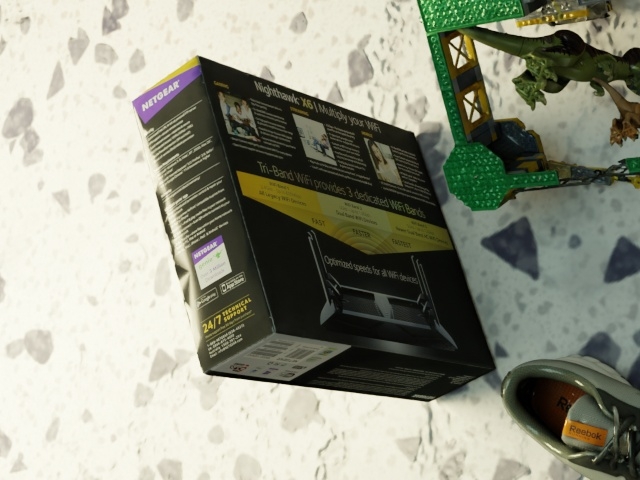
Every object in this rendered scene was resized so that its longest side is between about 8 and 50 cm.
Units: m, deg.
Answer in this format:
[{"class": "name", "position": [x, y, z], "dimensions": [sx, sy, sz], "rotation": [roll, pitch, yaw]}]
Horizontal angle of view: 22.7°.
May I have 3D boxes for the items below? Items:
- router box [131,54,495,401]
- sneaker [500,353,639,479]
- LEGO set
[{"class": "router box", "position": [0.000, 0.000, 1.327], "dimensions": [0.081, 0.309, 0.243], "rotation": [-31, 63, 30]}, {"class": "sneaker", "position": [0.252, 0.166, 1.225], "dimensions": [0.271, 0.108, 0.100], "rotation": [23, 95, 38]}, {"class": "LEGO set", "position": [0.244, -0.161, 1.282], "dimensions": [0.331, 0.192, 0.255], "rotation": [-15, 102, 43]}]
